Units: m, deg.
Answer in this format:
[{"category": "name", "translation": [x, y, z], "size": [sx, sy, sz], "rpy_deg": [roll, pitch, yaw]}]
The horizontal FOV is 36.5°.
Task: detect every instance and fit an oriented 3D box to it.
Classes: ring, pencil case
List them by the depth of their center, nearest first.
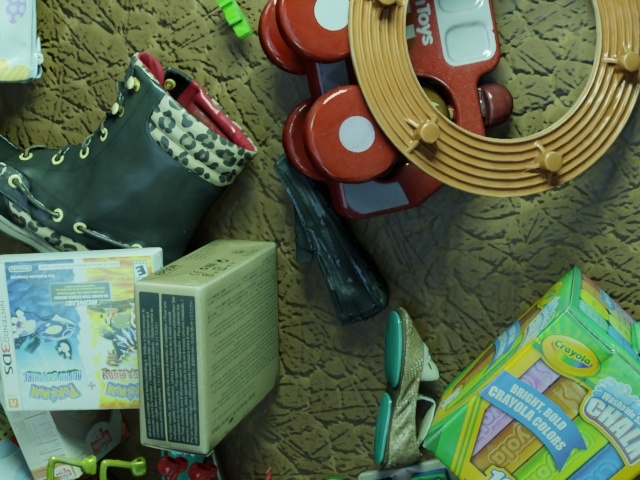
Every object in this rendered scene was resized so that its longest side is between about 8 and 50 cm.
[{"category": "ring", "translation": [0.190, -0.212, 0.978], "size": [0.336, 0.032, 0.337], "rpy_deg": [-1, 93, -17]}, {"category": "pencil case", "translation": [-0.393, -0.329, 1.185], "size": [0.124, 0.113, 0.273], "rpy_deg": [13, 105, 16]}]

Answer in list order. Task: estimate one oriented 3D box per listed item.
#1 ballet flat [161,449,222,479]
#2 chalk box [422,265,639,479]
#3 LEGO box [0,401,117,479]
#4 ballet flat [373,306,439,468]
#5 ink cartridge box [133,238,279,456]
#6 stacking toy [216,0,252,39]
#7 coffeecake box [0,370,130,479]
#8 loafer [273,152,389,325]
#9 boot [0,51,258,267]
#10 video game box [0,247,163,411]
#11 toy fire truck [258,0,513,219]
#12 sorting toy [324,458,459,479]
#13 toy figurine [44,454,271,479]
[{"category": "ballet flat", "translation": [-0.174, 0.352, 1.289], "size": [0.087, 0.083, 0.247], "rpy_deg": [7, 106, 1]}, {"category": "chalk box", "translation": [0.281, 0.158, 1.053], "size": [0.179, 0.180, 0.289], "rpy_deg": [43, 109, 4]}, {"category": "LEGO box", "translation": [-0.544, 0.307, 1.234], "size": [0.500, 0.372, 0.193], "rpy_deg": [40, 110, 5]}, {"category": "ballet flat", "translation": [0.108, 0.179, 1.178], "size": [0.067, 0.073, 0.206], "rpy_deg": [2, 107, -11]}, {"category": "ink cartridge box", "translation": [-0.126, 0.114, 1.137], "size": [0.088, 0.234, 0.193], "rpy_deg": [4, 102, 17]}, {"category": "stacking toy", "translation": [-0.072, -0.369, 1.112], "size": [0.167, 0.052, 0.221], "rpy_deg": [-25, 99, 17]}, {"category": "coffeecake box", "translation": [-0.342, 0.206, 1.271], "size": [0.068, 0.142, 0.185], "rpy_deg": [-19, 96, 19]}, {"category": "loafer", "translation": [0.000, 0.000, 1.156], "size": [0.078, 0.076, 0.223], "rpy_deg": [-29, 96, 13]}, {"category": "boot", "translation": [-0.283, -0.110, 1.187], "size": [0.377, 0.138, 0.284], "rpy_deg": [42, 109, 5]}, {"category": "video game box", "translation": [-0.282, 0.107, 1.148], "size": [0.205, 0.048, 0.187], "rpy_deg": [-3, 103, 7]}, {"category": "toy fire truck", "translation": [0.081, -0.185, 1.045], "size": [0.253, 0.169, 0.302], "rpy_deg": [-14, 96, -10]}, {"category": "sorting toy", "translation": [0.131, 0.347, 1.209], "size": [0.274, 0.046, 0.132], "rpy_deg": [-15, 97, 19]}, {"category": "toy figurine", "translation": [-0.159, 0.389, 1.117], "size": [0.217, 0.362, 0.191], "rpy_deg": [39, 103, 45]}]
